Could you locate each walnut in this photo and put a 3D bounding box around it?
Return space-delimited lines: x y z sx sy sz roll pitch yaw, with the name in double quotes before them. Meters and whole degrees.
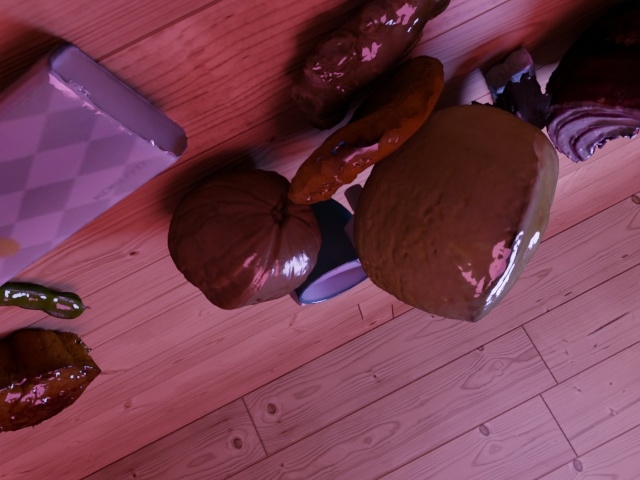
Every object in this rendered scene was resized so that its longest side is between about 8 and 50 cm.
"walnut" -0.114 0.000 0.953 0.228 0.228 0.228 -24 160 -9

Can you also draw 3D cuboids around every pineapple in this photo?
"pineapple" 0.284 -0.170 1.089 0.158 0.157 0.279 -12 160 -37

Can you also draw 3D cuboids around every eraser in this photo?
"eraser" -0.354 -0.035 0.693 0.397 0.082 0.213 -33 146 14

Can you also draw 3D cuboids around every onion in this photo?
"onion" 0.460 -0.286 1.054 0.146 0.280 0.314 17 168 3

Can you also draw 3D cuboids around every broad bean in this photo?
"broad bean" -0.449 0.088 0.960 0.052 0.052 0.256 6 174 26

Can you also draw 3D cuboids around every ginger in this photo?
"ginger" 0.065 -0.243 0.768 0.333 0.080 0.166 -45 173 38

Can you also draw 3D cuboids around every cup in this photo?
"cup" 0.000 0.000 1.139 0.167 0.173 0.299 -11 153 -37

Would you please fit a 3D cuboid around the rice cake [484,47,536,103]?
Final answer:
"rice cake" 0.343 -0.262 1.130 0.085 0.040 0.226 -32 160 15

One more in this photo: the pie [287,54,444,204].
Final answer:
"pie" 0.060 -0.145 0.866 0.273 0.069 0.273 -41 -170 8

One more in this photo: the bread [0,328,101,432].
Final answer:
"bread" -0.520 0.258 1.161 0.232 0.135 0.246 -17 158 -28

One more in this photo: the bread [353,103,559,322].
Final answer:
"bread" 0.200 -0.040 0.943 0.320 0.237 0.320 -44 154 -27
